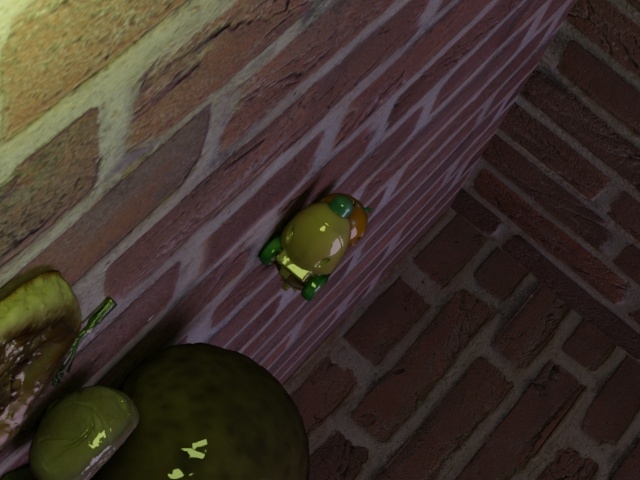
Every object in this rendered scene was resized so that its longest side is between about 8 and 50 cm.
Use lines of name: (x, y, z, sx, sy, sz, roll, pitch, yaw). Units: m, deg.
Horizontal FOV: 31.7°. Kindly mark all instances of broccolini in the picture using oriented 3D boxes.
broccolini: (-0.306, 0.131, 1.441, 0.140, 0.035, 0.030, -47, 175, -20)

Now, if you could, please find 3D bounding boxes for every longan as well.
longan: (-0.204, 0.368, 1.844, 0.391, 0.391, 0.391, -48, 171, -10)

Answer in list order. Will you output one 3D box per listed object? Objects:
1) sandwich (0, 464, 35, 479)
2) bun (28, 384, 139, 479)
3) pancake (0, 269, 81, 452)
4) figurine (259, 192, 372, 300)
sandwich: (-0.454, 0.401, 1.748, 0.245, 0.063, 0.212, -47, 169, -25)
bun: (-0.346, 0.276, 1.601, 0.173, 0.113, 0.166, -46, 177, -30)
pancake: (-0.381, 0.181, 1.204, 0.356, 0.065, 0.356, -52, 171, -11)
figurine: (0.000, 0.000, 2.119, 0.222, 0.124, 0.324, -51, 174, -8)
